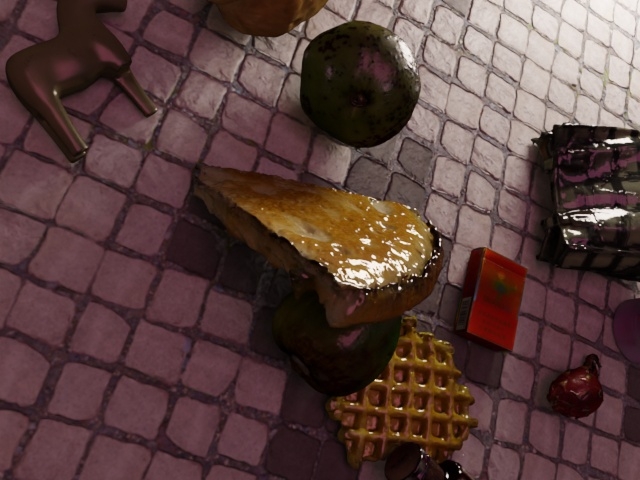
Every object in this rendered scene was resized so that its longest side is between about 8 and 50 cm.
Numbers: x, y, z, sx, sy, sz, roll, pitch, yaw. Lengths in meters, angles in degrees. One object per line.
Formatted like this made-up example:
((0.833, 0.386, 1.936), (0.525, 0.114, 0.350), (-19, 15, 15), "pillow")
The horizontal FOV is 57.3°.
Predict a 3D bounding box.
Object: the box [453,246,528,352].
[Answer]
((0.324, 0.113, 1.116), (0.112, 0.048, 0.175), (25, 69, -17), "box")

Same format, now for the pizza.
((0.030, 0.011, 0.853), (0.435, 0.392, 0.080), (9, 112, -17), "pizza")

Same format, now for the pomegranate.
((0.072, -0.278, 1.027), (0.214, 0.214, 0.248), (43, 27, -11), "pomegranate")

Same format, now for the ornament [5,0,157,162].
((-0.353, -0.274, 0.877), (0.230, 0.061, 0.245), (-40, 100, -29), "ornament")

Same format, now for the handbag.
((0.620, -0.083, 1.249), (0.327, 0.162, 0.325), (7, 72, -16), "handbag")

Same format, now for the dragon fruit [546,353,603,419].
((0.518, 0.282, 1.147), (0.190, 0.094, 0.094), (-24, 89, -37), "dragon fruit")

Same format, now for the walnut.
((-0.083, -0.459, 0.963), (0.257, 0.257, 0.224), (-51, 133, -26), "walnut")

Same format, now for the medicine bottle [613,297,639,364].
((0.752, 0.176, 1.189), (0.152, 0.254, 0.152), (6, 76, -24), "medicine bottle")

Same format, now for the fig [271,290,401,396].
((0.029, 0.138, 0.887), (0.191, 0.181, 0.181), (-30, 92, 0), "fig")

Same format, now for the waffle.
((0.145, 0.279, 0.992), (0.291, 0.051, 0.291), (6, 74, -23), "waffle")

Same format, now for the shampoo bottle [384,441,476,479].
((0.230, 0.452, 0.945), (0.129, 0.084, 0.323), (-41, 107, 1), "shampoo bottle")
